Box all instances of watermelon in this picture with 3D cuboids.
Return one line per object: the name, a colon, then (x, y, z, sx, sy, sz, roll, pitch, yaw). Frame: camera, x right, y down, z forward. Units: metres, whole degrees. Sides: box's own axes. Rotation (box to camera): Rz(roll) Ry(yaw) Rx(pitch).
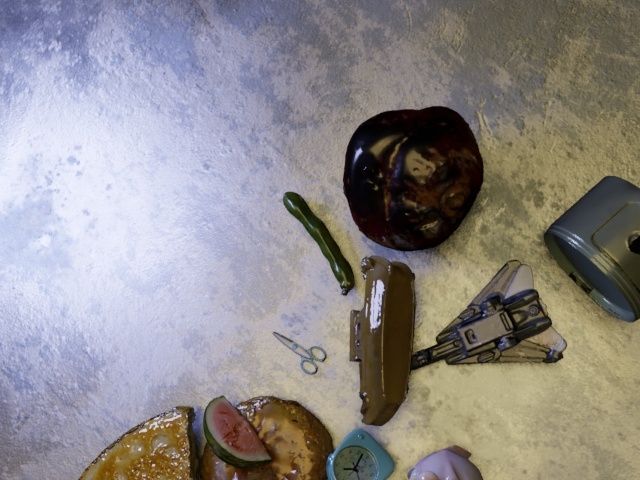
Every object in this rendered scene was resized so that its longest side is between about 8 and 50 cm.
watermelon: (-0.178, 0.379, 1.503, 0.163, 0.087, 0.069, 48, 127, 26)

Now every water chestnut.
water chestnut: (0.171, -0.122, 1.519, 0.289, 0.244, 0.288, 5, 107, 18)

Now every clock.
clock: (0.058, 0.431, 1.481, 0.147, 0.045, 0.108, -39, 75, -25)

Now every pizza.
pizza: (-0.336, 0.478, 1.549, 0.323, 0.089, 0.223, -40, 68, 2)

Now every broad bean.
broad bean: (0.000, -0.001, 1.613, 0.053, 0.052, 0.256, -26, 73, -20)

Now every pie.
pie: (-0.108, 0.425, 1.529, 0.274, 0.069, 0.273, -3, 71, 9)

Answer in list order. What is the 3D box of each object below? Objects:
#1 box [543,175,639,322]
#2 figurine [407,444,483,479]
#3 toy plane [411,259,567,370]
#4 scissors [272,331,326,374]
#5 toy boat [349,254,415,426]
box: (0.531, 0.017, 1.419, 0.149, 0.226, 0.226, -42, 74, -1)
figurine: (0.233, 0.474, 1.376, 0.133, 0.200, 0.276, -21, 32, 5)
toy plane: (0.276, 0.182, 1.493, 0.316, 0.103, 0.204, -23, 75, 5)
scissors: (-0.047, 0.216, 1.592, 0.119, 0.014, 0.058, 34, 81, 13)
toy boat: (0.109, 0.188, 1.513, 0.121, 0.089, 0.320, -12, 70, 52)
